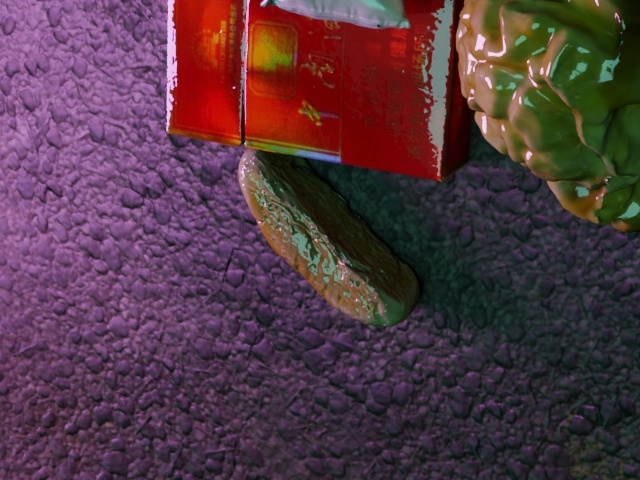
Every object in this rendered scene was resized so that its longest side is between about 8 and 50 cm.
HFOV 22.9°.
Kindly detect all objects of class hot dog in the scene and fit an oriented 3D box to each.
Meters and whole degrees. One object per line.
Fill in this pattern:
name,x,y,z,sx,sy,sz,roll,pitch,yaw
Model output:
hot dog,0.000,0.000,1.660,0.242,0.084,0.073,46,119,4

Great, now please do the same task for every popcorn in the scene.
popcorn,0.256,-0.155,1.398,0.225,0.265,0.332,37,163,43

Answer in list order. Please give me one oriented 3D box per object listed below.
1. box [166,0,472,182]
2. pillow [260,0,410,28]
box,-0.002,-0.186,1.595,0.313,0.089,0.197,11,113,23
pillow,0.039,-0.320,1.488,0.144,0.078,0.254,7,73,21
